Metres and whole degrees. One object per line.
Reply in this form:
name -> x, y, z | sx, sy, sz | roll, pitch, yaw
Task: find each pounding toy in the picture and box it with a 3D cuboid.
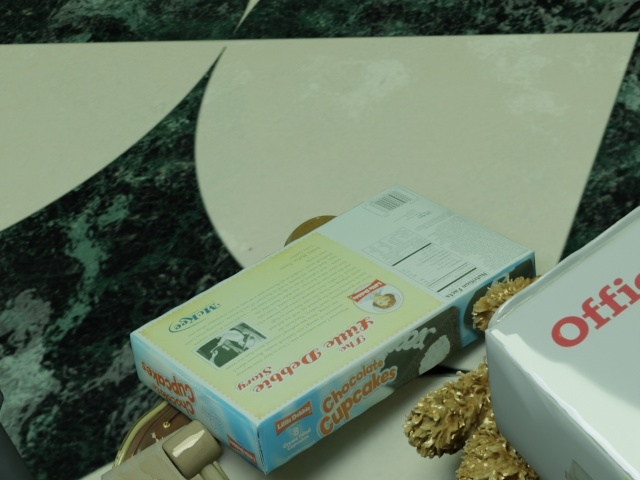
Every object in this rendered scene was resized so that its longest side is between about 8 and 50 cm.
pounding toy -> -0.096, 0.226, 1.214 | 0.094, 0.206, 0.181 | -31, 40, -12

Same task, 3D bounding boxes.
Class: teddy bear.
teddy bear -> 0.188, 0.145, 1.264 | 0.245, 0.113, 0.338 | 11, 49, 30

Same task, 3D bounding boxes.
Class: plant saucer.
plant saucer -> 0.000, 0.000, 1.588 | 0.083, 0.015, 0.083 | -12, 39, 10

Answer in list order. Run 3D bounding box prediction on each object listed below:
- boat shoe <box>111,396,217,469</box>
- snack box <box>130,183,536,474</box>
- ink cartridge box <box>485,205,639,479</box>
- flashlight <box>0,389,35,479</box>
boat shoe -> -0.124, 0.176, 1.397 | 0.060, 0.064, 0.178 | 5, 43, 31
snack box -> 0.015, 0.068, 1.424 | 0.322, 0.060, 0.187 | -29, 38, -28
ink cartridge box -> 0.337, 0.144, 1.088 | 0.279, 0.160, 0.385 | -33, 56, -15
flashlight -> -0.266, 0.204, 1.235 | 0.103, 0.304, 0.103 | -7, 41, 17
